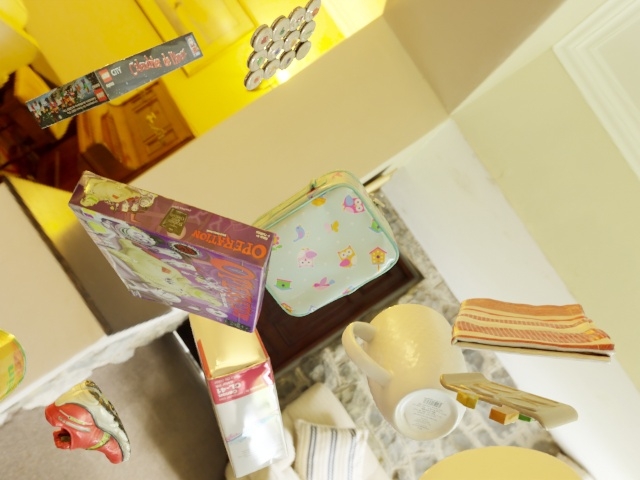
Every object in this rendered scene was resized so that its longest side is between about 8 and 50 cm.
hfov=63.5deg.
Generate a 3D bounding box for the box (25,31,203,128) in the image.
[{"bbox_3d":[-0.311,-0.254,0.806,0.233,0.159,0.044,-55,129,-50],"label":"box"}]

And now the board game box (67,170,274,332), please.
[{"bbox_3d":[-0.173,0.039,0.676,0.208,0.056,0.347,14,-23,-3],"label":"board game box"}]

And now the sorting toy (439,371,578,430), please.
[{"bbox_3d":[0.360,0.327,1.045,0.229,0.041,0.307,14,1,43],"label":"sorting toy"}]

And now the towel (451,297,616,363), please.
[{"bbox_3d":[0.363,0.148,0.922,0.329,0.237,0.037,-9,100,-71],"label":"towel"}]

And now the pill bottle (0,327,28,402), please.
[{"bbox_3d":[-0.563,0.222,0.793,0.136,0.136,0.246,56,-8,-9],"label":"pill bottle"}]

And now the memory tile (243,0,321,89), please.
[{"bbox_3d":[-0.054,-0.286,0.756,0.012,0.148,0.113,41,-32,8],"label":"memory tile"}]

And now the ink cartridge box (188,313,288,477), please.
[{"bbox_3d":[-0.177,0.316,1.122,0.226,0.131,0.306,-131,-149,-54],"label":"ink cartridge box"}]

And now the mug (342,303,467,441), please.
[{"bbox_3d":[0.222,0.345,1.406,0.374,0.276,0.328,31,19,-10],"label":"mug"}]

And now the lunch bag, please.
[{"bbox_3d":[0.000,0.000,1.013,0.224,0.279,0.108,54,16,-16],"label":"lunch bag"}]

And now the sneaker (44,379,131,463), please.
[{"bbox_3d":[-0.471,0.381,1.045,0.107,0.118,0.278,44,-28,37],"label":"sneaker"}]

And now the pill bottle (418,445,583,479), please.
[{"bbox_3d":[0.210,0.418,0.523,0.204,0.204,0.360,-142,-142,-82],"label":"pill bottle"}]
